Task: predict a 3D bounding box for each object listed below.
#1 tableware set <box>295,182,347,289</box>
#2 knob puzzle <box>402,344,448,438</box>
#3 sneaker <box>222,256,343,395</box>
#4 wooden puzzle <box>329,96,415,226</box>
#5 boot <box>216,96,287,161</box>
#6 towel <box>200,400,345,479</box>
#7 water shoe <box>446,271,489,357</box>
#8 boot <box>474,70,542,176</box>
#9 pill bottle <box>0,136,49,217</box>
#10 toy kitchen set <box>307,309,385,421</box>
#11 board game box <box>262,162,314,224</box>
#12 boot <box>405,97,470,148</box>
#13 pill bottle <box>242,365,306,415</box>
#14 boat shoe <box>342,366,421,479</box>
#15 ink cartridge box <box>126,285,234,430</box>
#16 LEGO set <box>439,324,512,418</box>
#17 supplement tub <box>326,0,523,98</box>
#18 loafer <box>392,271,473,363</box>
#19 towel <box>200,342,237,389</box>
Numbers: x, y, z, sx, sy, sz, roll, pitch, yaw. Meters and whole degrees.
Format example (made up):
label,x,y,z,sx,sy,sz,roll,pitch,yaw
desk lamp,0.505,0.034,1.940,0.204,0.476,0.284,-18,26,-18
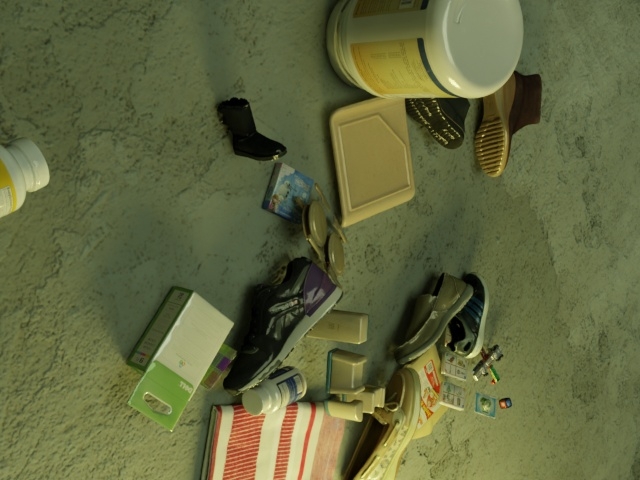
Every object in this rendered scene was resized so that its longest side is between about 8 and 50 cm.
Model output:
label,x,y,z,sx,sy,sz,roll,pitch,yaw
tableware set,0.000,0.000,1.675,0.194,0.039,0.128,60,30,-50
knob puzzle,0.206,0.348,1.959,0.213,0.030,0.213,-9,102,-45
sneaker,-0.096,0.147,1.603,0.124,0.107,0.283,47,65,-9
wooden puzzle,0.101,-0.166,1.779,0.221,0.044,0.238,-23,116,-41
boot,-0.117,-0.188,1.501,0.045,0.121,0.099,-40,128,-37
towel,-0.084,0.421,1.675,0.329,0.037,0.237,9,88,-45
water shoe,0.328,0.160,2.010,0.080,0.073,0.203,19,64,-30
boot,0.453,-0.273,2.076,0.207,0.090,0.248,-5,96,-43
pill bottle,-0.459,-0.071,1.182,0.184,0.103,0.103,-33,117,-38
toy kitchen set,0.049,0.233,1.749,0.166,0.122,0.207,-6,101,-65
board game box,-0.058,-0.086,1.640,0.090,0.020,0.090,25,77,-45
boot,0.244,-0.305,1.894,0.198,0.077,0.137,50,44,-30
pill bottle,-0.085,0.275,1.619,0.120,0.067,0.067,-17,108,-53
boat shoe,0.128,0.393,1.826,0.089,0.104,0.285,18,88,-20
ink cartridge box,-0.242,0.192,1.465,0.109,0.062,0.209,45,65,-39
LEGO set,0.353,0.314,2.068,0.244,0.060,0.182,22,65,-35
supplement tub,0.180,-0.371,1.617,0.228,0.316,0.228,-7,102,-37
loafer,0.228,0.165,1.930,0.087,0.094,0.251,44,61,-1
towel,-0.189,0.210,1.530,0.083,0.060,0.009,-53,162,-27
